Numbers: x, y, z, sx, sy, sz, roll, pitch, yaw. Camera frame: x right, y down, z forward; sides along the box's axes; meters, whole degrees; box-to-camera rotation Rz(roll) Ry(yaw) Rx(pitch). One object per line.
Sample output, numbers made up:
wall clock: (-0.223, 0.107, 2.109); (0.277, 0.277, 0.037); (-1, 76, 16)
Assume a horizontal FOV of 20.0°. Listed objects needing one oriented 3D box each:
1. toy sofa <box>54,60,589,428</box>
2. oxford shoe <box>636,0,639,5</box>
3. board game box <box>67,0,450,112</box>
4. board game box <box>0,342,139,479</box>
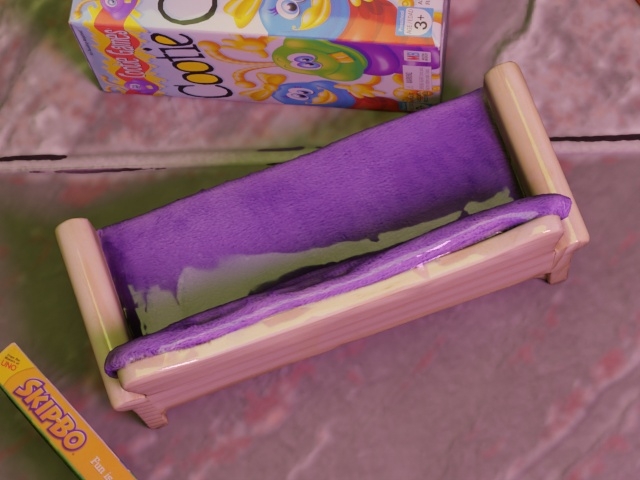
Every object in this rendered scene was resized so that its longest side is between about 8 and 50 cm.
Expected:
toy sofa: (0.000, 0.000, 1.325); (0.362, 0.177, 0.150); (-20, 74, 0)
oxford shoe: (0.314, -0.162, 1.386); (0.097, 0.098, 0.271); (-35, 74, -6)
board game box: (-0.039, -0.195, 1.402); (0.275, 0.142, 0.144); (4, 74, 6)
board game box: (-0.152, 0.174, 1.302); (0.039, 0.124, 0.259); (-43, 69, -13)
